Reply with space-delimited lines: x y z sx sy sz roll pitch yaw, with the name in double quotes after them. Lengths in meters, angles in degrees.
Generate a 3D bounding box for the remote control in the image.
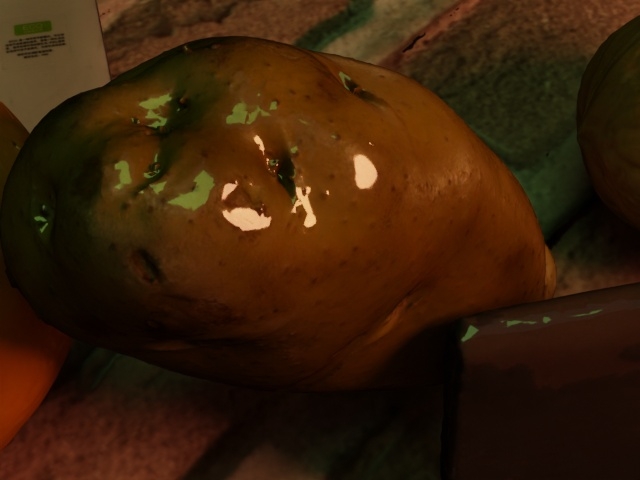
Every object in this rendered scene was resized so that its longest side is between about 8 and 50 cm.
-0.198 -0.103 0.933 0.103 0.034 0.250 -10 52 -10 "remote control"

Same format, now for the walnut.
0.276 -0.075 0.830 0.226 0.193 0.193 -12 51 -6 "walnut"

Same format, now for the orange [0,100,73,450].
-0.250 0.019 0.691 0.246 0.246 0.246 1 50 -1 "orange"

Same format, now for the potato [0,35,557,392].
0.000 0.000 0.678 0.176 0.369 0.195 42 103 36 "potato"

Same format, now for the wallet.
0.212 0.070 0.713 0.309 0.165 0.042 -12 48 -10 "wallet"
